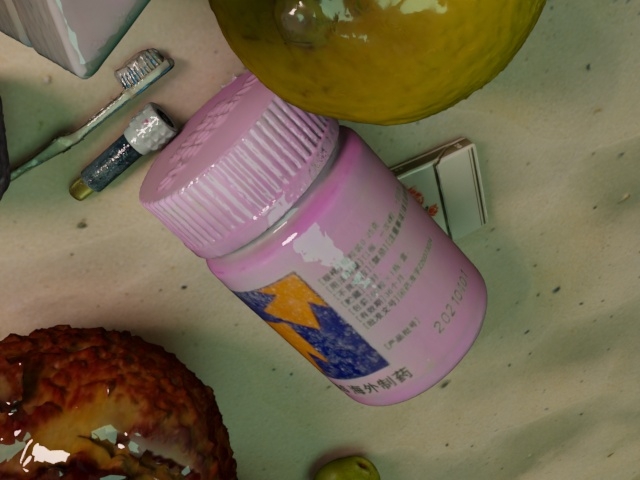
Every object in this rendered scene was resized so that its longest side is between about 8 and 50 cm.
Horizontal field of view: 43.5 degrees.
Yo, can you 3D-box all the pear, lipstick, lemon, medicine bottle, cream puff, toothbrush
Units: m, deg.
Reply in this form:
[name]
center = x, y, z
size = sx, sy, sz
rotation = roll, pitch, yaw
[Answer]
[pear]
center = 0.035, 0.328, 1.033
size = 0.092, 0.092, 0.096
rotation = 9, 117, -27
[lipstick]
center = -0.181, -0.073, 0.713
size = 0.116, 0.037, 0.037
rotation = -39, 128, 10
[lemon]
center = 0.047, -0.217, 0.565
size = 0.245, 0.319, 0.245
rotation = 15, 133, 16
[medicine bottle]
center = 0.000, 0.000, 0.717
size = 0.178, 0.178, 0.291
rotation = -42, 116, 7
[cream puff]
center = -0.232, 0.208, 0.752
size = 0.351, 0.228, 0.350
rotation = 1, 136, 1
[toothbrush]
center = -0.247, -0.071, 0.691
size = 0.294, 0.026, 0.028
rotation = -38, 109, 4

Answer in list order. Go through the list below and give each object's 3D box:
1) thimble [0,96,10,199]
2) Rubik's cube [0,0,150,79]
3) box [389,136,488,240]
[thimble]
center = -0.309, -0.066, 0.594
size = 0.150, 0.150, 0.097
rotation = -8, 121, -18
[Rubik's cube]
center = -0.186, -0.278, 0.371
size = 0.387, 0.358, 0.367
rotation = -28, 122, -21
[box]
center = 0.080, -0.026, 0.854
size = 0.198, 0.029, 0.109
rotation = -23, 127, -6
